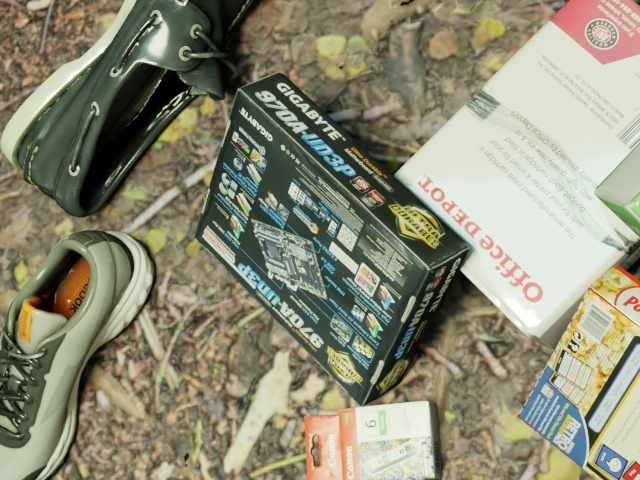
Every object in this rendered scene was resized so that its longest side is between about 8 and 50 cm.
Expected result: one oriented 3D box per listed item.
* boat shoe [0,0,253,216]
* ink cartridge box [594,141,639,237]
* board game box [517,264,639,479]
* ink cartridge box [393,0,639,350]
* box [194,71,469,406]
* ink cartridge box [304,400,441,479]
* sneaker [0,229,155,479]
[{"bbox_3d":[-0.133,-0.152,1.115,0.340,0.127,0.113,-42,70,8],"label":"boat shoe"},{"bbox_3d":[0.361,-0.006,0.864,0.278,0.117,0.201,43,95,-5],"label":"ink cartridge box"},{"bbox_3d":[0.252,0.133,0.920,0.193,0.045,0.147,39,134,22],"label":"board game box"},{"bbox_3d":[0.197,-0.057,0.994,0.237,0.100,0.172,-45,69,4],"label":"ink cartridge box"},{"bbox_3d":[0.000,0.000,1.020,0.220,0.051,0.175,44,138,22],"label":"box"},{"bbox_3d":[0.038,0.167,1.038,0.115,0.029,0.063,-7,76,17],"label":"ink cartridge box"},{"bbox_3d":[-0.251,0.107,1.109,0.100,0.108,0.272,27,89,20],"label":"sneaker"}]
